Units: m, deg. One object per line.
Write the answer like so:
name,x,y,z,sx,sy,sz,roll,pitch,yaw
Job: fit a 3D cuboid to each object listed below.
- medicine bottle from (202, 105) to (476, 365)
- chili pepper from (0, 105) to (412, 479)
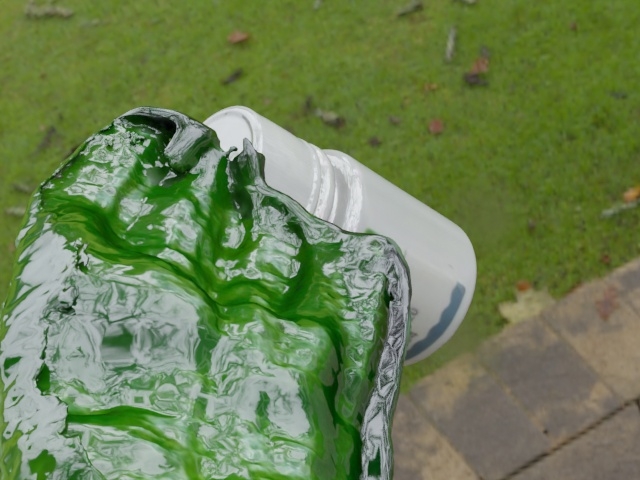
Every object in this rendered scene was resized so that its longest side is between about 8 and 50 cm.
medicine bottle,0.000,0.000,0.908,0.139,0.237,0.139,-28,48,36
chili pepper,-0.066,0.082,0.593,0.213,0.167,0.385,19,32,-21
